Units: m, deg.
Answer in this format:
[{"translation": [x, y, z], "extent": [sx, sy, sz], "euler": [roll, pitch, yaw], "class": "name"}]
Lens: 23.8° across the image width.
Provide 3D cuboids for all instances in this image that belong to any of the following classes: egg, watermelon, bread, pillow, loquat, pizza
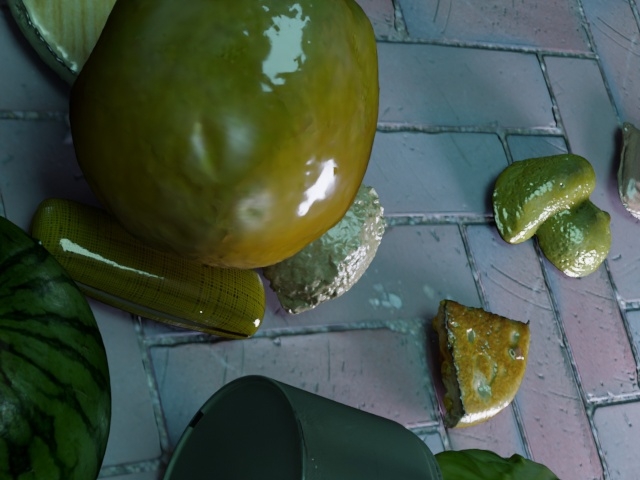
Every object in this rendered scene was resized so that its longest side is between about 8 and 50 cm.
[{"translation": [0.000, 0.000, 1.454], "extent": [0.140, 0.116, 0.118], "euler": [-44, 123, -17], "class": "egg"}, {"translation": [-0.276, 0.100, 1.138], "extent": [0.330, 0.189, 0.331], "euler": [14, 66, -34], "class": "watermelon"}, {"translation": [0.276, -0.030, 1.733], "extent": [0.187, 0.065, 0.149], "euler": [-11, 81, -44], "class": "bread"}, {"translation": [0.446, -0.052, 1.903], "extent": [0.211, 0.034, 0.135], "euler": [33, 48, -24], "class": "pillow"}, {"translation": [-0.071, -0.118, 1.298], "extent": [0.276, 0.284, 0.276], "euler": [23, 17, -7], "class": "loquat"}, {"translation": [-0.190, -0.237, 1.469], "extent": [0.267, 0.040, 0.267], "euler": [18, 58, -32], "class": "bread"}, {"translation": [0.157, 0.119, 1.573], "extent": [0.131, 0.041, 0.178], "euler": [43, 48, -17], "class": "pizza"}]

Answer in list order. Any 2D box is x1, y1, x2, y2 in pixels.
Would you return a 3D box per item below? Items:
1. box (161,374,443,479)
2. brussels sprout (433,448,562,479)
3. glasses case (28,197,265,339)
[{"translation": [-0.021, 0.238, 1.238], "extent": [0.149, 0.226, 0.226], "euler": [22, 56, -29], "class": "box"}, {"translation": [0.151, 0.295, 1.371], "extent": [0.219, 0.210, 0.271], "euler": [37, 34, 10], "class": "brussels sprout"}, {"translation": [-0.151, 0.029, 1.352], "extent": [0.234, 0.064, 0.079], "euler": [21, 50, -29], "class": "glasses case"}]
